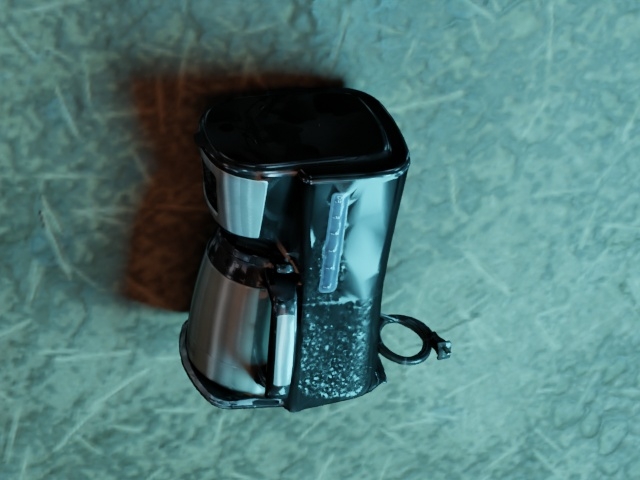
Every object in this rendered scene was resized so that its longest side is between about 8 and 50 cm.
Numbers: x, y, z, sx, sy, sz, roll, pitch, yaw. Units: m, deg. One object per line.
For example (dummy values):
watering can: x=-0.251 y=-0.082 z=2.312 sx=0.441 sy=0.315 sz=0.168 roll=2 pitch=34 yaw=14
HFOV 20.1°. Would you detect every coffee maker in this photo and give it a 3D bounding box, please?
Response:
coffee maker: x=0.000 y=0.000 z=1.110 sx=0.171 sy=0.120 sz=0.178 roll=-19 pitch=133 yaw=-35
